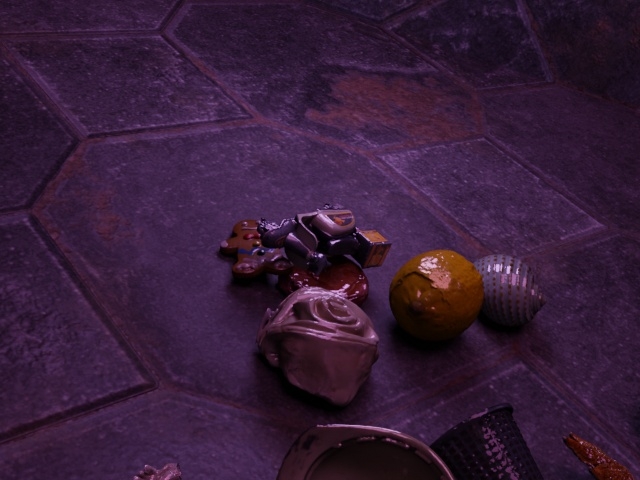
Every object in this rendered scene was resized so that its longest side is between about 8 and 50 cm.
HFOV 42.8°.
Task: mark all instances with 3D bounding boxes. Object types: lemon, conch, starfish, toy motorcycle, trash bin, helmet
[{"bbox_3d":[0.225,0.104,1.584,0.181,0.180,0.193,28,56,11],"label":"lemon"},{"bbox_3d":[0.379,0.090,1.720,0.200,0.131,0.172,29,36,12],"label":"conch"},{"bbox_3d":[0.495,0.394,1.384,0.227,0.043,0.240,37,5,-28],"label":"starfish"},{"bbox_3d":[0.000,0.000,1.592,0.263,0.090,0.157,-7,38,-45],"label":"toy motorcycle"},{"bbox_3d":[0.263,0.365,1.261,0.176,0.175,0.161,-8,54,-35],"label":"trash bin"},{"bbox_3d":[0.070,0.373,1.161,0.258,0.137,0.204,18,72,11],"label":"helmet"}]

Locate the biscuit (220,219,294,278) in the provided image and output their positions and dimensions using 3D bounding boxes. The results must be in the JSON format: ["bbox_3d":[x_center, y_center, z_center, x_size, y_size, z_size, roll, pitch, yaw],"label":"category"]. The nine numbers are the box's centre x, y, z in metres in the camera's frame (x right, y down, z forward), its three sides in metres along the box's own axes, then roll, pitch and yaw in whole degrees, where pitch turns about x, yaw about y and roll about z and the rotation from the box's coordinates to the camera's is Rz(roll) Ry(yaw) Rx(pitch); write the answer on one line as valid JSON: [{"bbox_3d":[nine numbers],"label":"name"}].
[{"bbox_3d":[-0.131,0.009,1.634,0.138,0.031,0.205,-6,30,-9],"label":"biscuit"}]

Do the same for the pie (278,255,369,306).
[{"bbox_3d":[0.008,0.080,1.615,0.183,0.049,0.182,8,32,-5],"label":"pie"}]

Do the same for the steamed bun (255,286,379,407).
[{"bbox_3d":[0.004,0.158,1.419,0.211,0.144,0.218,29,34,14],"label":"steamed bun"}]

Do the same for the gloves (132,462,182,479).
[{"bbox_3d":[-0.223,0.334,1.148,0.081,0.037,0.044,-2,12,-14],"label":"gloves"}]
